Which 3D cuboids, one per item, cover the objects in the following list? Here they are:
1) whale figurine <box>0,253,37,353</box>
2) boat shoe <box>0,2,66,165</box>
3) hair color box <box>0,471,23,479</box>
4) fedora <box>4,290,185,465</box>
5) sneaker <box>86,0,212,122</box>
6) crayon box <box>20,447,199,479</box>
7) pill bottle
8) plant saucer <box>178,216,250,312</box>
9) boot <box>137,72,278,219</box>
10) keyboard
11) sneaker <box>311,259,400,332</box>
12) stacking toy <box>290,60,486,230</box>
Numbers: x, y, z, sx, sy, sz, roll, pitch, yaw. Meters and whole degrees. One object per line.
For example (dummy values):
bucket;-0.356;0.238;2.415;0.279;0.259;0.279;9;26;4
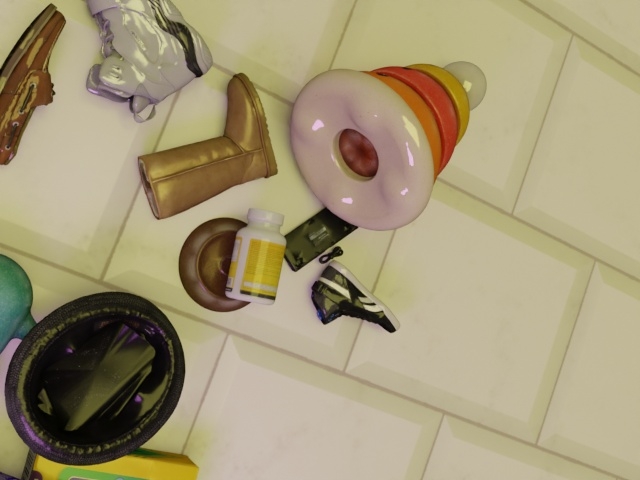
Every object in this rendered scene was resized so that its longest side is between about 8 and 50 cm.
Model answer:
whale figurine;-0.610;0.153;1.495;0.216;0.141;0.272;12;82;-24
boat shoe;-0.543;-0.284;1.550;0.104;0.111;0.307;32;88;-25
hair color box;-0.572;0.503;1.449;0.339;0.110;0.185;16;83;12
fedora;-0.426;0.251;1.571;0.334;0.152;0.334;2;87;-30
sneaker;-0.391;-0.401;1.589;0.366;0.137;0.210;46;71;-21
crayon box;-0.431;0.573;1.602;0.313;0.106;0.363;17;83;-24
pill bottle;-0.126;0.033;1.693;0.103;0.103;0.184;13;86;-24
plant saucer;-0.192;0.051;1.740;0.199;0.036;0.198;-1;92;-24
boot;-0.236;-0.192;1.691;0.269;0.089;0.236;-20;98;-21
keyboard;0.000;0.000;1.834;0.180;0.023;0.108;-35;98;-19
sneaker;0.064;0.156;1.840;0.217;0.079;0.121;44;80;-13
stacking toy;0.198;-0.268;1.816;0.480;0.351;0.350;-37;106;-39
